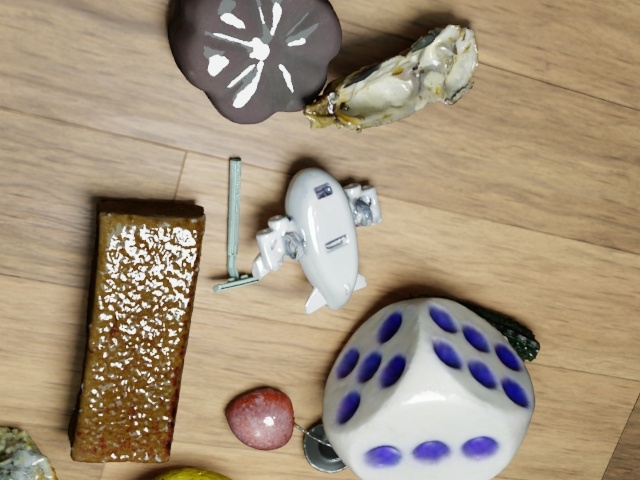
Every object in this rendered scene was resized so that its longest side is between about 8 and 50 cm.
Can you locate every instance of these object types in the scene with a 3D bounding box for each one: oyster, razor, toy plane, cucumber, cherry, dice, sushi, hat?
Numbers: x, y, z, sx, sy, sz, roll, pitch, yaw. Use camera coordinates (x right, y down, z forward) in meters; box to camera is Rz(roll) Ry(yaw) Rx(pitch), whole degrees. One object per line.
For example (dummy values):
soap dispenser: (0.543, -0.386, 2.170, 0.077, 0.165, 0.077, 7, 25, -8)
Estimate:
oyster: (0.107, -0.239, 1.307, 0.345, 0.079, 0.128, -25, 136, -28)
razor: (-0.135, -0.026, 1.381, 0.084, 0.036, 0.211, -12, 109, -38)
toy plane: (0.000, 0.000, 1.386, 0.245, 0.117, 0.244, -9, 107, -30)
cucumber: (0.262, 0.147, 1.538, 0.265, 0.077, 0.077, 22, 103, -23)
cherry: (-0.050, 0.306, 1.488, 0.226, 0.090, 0.106, 5, 99, -5)
dice: (0.172, 0.254, 1.427, 0.259, 0.243, 0.251, 31, 122, -22)
sushi: (-0.541, 0.387, 1.330, 0.274, 0.184, 0.139, -17, 113, -9)
hat: (0.026, 0.351, 1.560, 0.121, 0.050, 0.121, -4, 115, -9)

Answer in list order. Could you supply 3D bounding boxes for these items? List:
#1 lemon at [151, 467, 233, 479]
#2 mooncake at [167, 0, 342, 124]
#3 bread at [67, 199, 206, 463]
lemon: (-0.205, 0.514, 1.444, 0.258, 0.258, 0.310, -23, 132, -7)
mooncake: (-0.093, -0.287, 1.238, 0.245, 0.133, 0.244, -9, 121, -16)
bread: (-0.284, 0.142, 1.354, 0.165, 0.113, 0.416, 6, 107, -20)
